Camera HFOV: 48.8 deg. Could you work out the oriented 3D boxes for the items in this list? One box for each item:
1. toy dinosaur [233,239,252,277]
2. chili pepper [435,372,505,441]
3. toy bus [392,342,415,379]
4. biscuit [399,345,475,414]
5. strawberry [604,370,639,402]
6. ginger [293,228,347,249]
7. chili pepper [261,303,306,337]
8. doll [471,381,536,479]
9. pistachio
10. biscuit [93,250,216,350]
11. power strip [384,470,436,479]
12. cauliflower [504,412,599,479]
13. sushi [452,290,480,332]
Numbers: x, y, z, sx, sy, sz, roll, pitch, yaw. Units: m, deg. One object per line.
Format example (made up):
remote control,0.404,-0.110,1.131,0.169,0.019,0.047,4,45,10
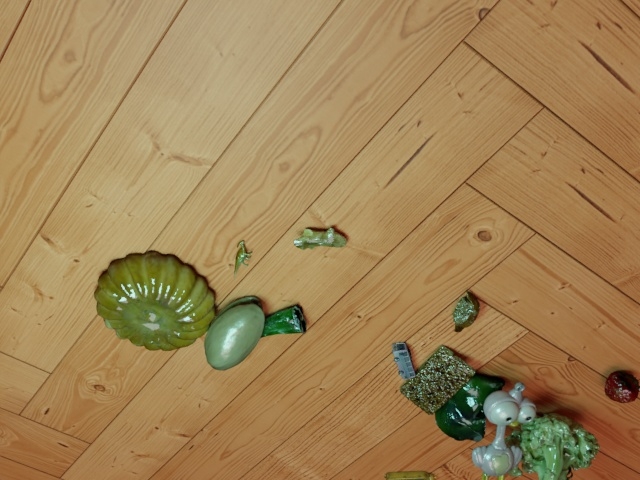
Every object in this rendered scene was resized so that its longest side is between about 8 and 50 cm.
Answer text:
toy dinosaur,-0.200,0.050,1.814,0.041,0.026,0.113,12,119,0
chili pepper,0.435,0.514,2.119,0.148,0.116,0.264,20,126,-11
toy bus,0.241,0.349,2.041,0.052,0.037,0.130,-14,128,9
biscuit,0.340,0.415,2.071,0.131,0.025,0.231,36,124,3
strawberry,0.879,0.434,2.063,0.106,0.106,0.106,0,129,0
ginger,0.000,-0.004,1.762,0.137,0.044,0.057,-1,99,-6
chili pepper,-0.153,0.238,1.952,0.227,0.059,0.088,-14,110,19
doll,0.531,0.566,2.053,0.160,0.094,0.365,5,114,-11
pistachio,-0.232,0.252,1.902,0.136,0.136,0.226,32,100,-22
biscuit,-0.442,0.178,1.877,0.326,0.107,0.326,1,125,2
power strip,0.309,0.817,2.418,0.178,0.028,0.049,-4,128,3
cauliflower,0.681,0.657,2.140,0.260,0.281,0.327,22,141,29
sushi,0.391,0.191,1.907,0.055,0.052,0.120,5,132,-23
